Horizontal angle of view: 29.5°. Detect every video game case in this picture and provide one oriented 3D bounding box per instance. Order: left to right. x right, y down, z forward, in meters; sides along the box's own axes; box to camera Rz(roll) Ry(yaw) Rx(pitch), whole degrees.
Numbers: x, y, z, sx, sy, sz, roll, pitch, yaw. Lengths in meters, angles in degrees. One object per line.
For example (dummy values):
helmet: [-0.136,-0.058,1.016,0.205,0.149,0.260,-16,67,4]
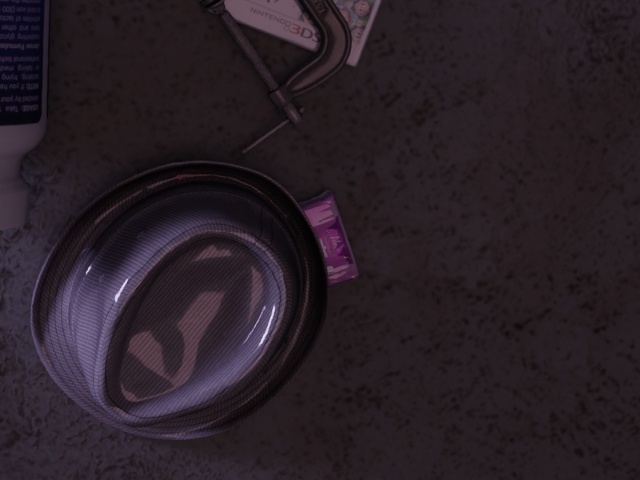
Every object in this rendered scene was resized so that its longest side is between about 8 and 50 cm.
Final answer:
video game case: [-0.006,-0.249,1.059,0.143,0.019,0.157,19,98,-15]

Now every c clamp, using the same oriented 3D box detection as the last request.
c clamp: [-0.046,-0.174,1.047,0.137,0.022,0.161,-31,107,-3]

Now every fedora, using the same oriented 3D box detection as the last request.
fedora: [-0.117,0.068,1.029,0.275,0.124,0.244,-42,104,6]

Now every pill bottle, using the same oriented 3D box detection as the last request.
pill bottle: [-0.289,-0.146,0.952,0.153,0.153,0.265,1,100,-12]

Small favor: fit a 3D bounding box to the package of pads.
package of pads: [0.000,0.000,1.104,0.050,0.032,0.083,-20,104,-3]
